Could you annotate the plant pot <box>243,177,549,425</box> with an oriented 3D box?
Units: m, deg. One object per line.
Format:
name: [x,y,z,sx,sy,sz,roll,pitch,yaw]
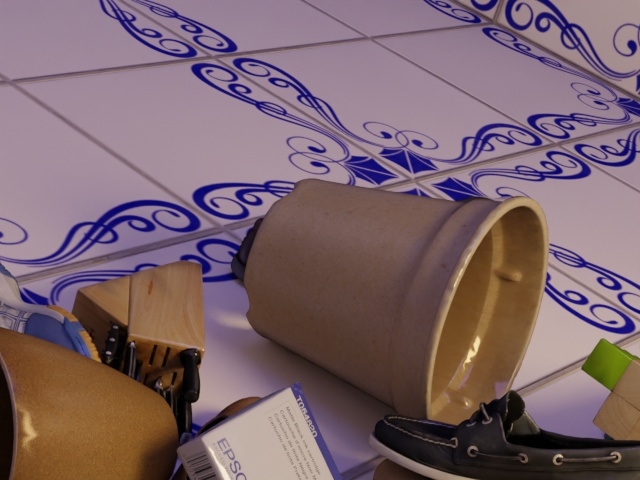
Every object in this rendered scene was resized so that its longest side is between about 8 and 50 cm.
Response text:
plant pot: [0.082,0.065,1.951,0.305,0.334,0.334,18,23,26]

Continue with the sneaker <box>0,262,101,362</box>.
sneaker: [-0.369,0.121,1.751,0.131,0.112,0.296,-20,36,-41]

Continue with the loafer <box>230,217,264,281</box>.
loafer: [0.000,0.000,2.230,0.109,0.095,0.302,36,30,32]

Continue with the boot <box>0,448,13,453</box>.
boot: [-0.359,0.200,1.648,0.099,0.045,0.121,8,31,-21]

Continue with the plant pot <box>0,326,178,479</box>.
plant pot: [-0.272,0.201,1.527,0.254,0.237,0.237,8,25,-46]

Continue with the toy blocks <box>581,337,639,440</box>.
toy blocks: [0.523,0.271,1.939,0.381,0.191,0.261,36,12,25]

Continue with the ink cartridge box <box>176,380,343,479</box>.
ink cartridge box: [-0.025,0.271,1.584,0.224,0.045,0.223,-25,89,-55]

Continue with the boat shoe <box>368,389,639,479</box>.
boat shoe: [0.219,0.226,1.706,0.340,0.113,0.127,14,9,28]

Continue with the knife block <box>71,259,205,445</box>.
knife block: [-0.179,0.139,1.842,0.242,0.088,0.275,34,29,28]

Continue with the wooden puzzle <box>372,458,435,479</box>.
wooden puzzle: [0.249,0.336,1.678,0.347,0.081,0.322,8,8,-11]

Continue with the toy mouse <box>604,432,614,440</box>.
toy mouse: [0.440,0.273,2.057,0.161,0.031,0.143,27,27,17]

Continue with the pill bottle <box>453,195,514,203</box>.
pill bottle: [0.208,0.022,2.252,0.161,0.161,0.283,33,29,28]

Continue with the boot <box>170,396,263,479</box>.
boot: [-0.094,0.234,1.681,0.112,0.115,0.305,20,24,7]
